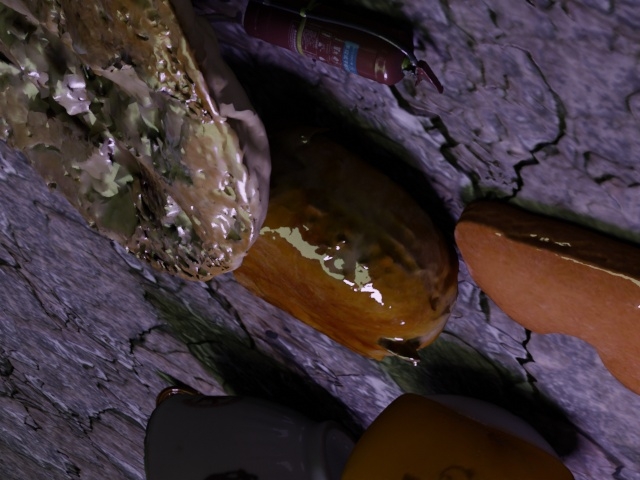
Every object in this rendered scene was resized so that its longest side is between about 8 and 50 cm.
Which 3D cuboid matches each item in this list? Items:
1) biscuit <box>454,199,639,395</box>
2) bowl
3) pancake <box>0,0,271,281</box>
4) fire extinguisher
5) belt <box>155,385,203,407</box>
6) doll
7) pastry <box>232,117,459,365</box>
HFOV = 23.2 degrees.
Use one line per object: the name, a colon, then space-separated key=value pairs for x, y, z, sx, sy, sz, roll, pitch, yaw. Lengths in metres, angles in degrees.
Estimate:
biscuit: x=0.192 y=0.054 z=1.124 sx=0.192 sy=0.036 sz=0.186 roll=20 pitch=155 yaw=30
bowl: x=-0.025 y=0.284 z=1.624 sx=0.158 sy=0.337 sz=0.337 roll=-27 pitch=127 yaw=17
pancake: x=-0.163 y=-0.136 z=1.063 sx=0.387 sy=0.082 sz=0.387 roll=41 pitch=153 yaw=26
fire extinguisher: x=0.016 y=-0.129 z=0.993 sx=0.132 sy=0.039 sz=0.056 roll=23 pitch=163 yaw=23
belt: x=-0.155 y=0.208 z=1.827 sx=0.083 sy=0.059 sz=0.036 roll=28 pitch=155 yaw=10
doll: x=0.128 y=0.247 z=1.392 sx=0.213 sy=0.213 sz=0.236 roll=21 pitch=168 yaw=26
pastry: x=0.000 y=0.000 z=1.182 sx=0.218 sy=0.100 sz=0.229 roll=22 pitch=159 yaw=34
